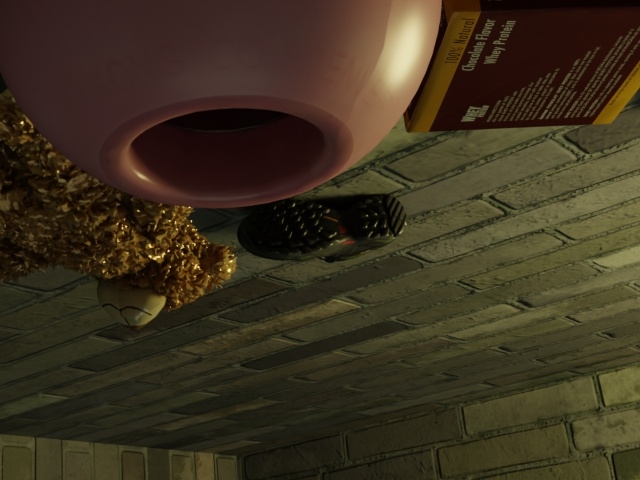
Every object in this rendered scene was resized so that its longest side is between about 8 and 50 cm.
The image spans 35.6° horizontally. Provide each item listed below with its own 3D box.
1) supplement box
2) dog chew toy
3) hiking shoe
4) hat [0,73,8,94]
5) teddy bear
[{"bbox_3d":[0.172,-0.192,0.828,0.194,0.129,0.191,-4,159,-8],"label":"supplement box"},{"bbox_3d":[-0.056,-0.188,0.486,0.206,0.332,0.206,-5,159,-2],"label":"dog chew toy"},{"bbox_3d":[0.000,0.000,1.346,0.227,0.086,0.114,-4,156,-9],"label":"hiking shoe"},{"bbox_3d":[-0.299,-0.144,0.978,0.173,0.183,0.208,-2,123,1],"label":"hat"},{"bbox_3d":[-0.214,-0.019,0.885,0.245,0.113,0.338,-10,145,2],"label":"teddy bear"}]
